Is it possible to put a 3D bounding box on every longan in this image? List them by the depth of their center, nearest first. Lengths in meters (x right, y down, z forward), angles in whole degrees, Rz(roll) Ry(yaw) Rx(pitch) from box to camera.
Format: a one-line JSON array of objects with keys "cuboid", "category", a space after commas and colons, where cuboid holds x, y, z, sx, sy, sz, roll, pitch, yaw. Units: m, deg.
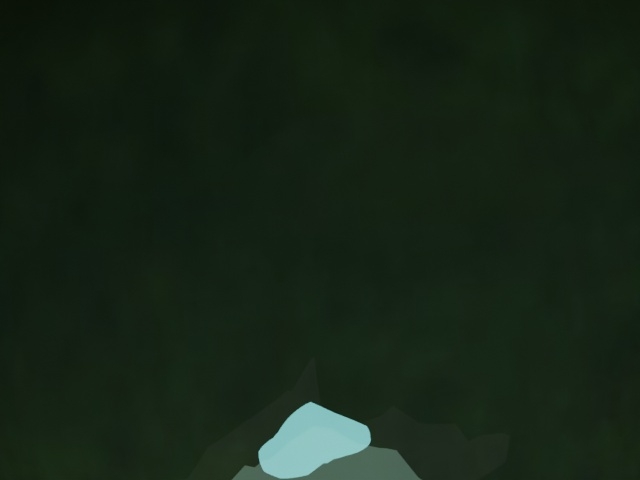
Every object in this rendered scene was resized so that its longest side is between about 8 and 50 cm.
[{"cuboid": [-0.001, 0.000, 0.513, 0.297, 0.297, 0.297, -4, 147, -3], "category": "longan"}]
